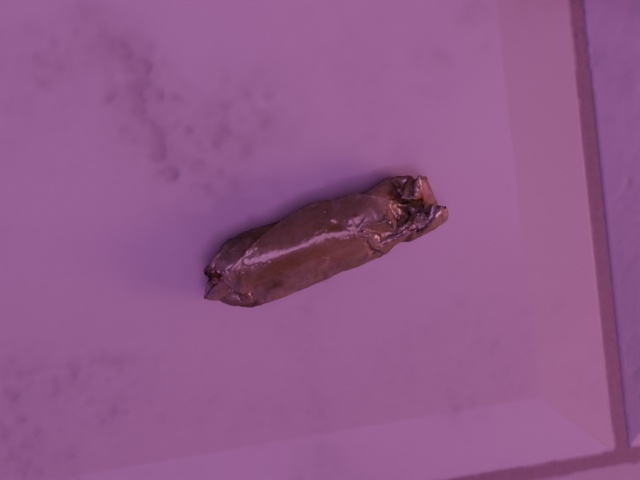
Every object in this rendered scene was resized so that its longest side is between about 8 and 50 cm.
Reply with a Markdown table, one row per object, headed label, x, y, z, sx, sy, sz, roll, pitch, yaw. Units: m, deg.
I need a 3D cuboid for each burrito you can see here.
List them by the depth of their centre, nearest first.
| label | x | y | z | sx | sy | sz | roll | pitch | yaw |
| --- | --- | --- | --- | --- | --- | --- | --- | --- | --- |
| burrito | 0.000 | 0.000 | 1.323 | 0.188 | 0.045 | 0.058 | -22 | 97 | 0 |
